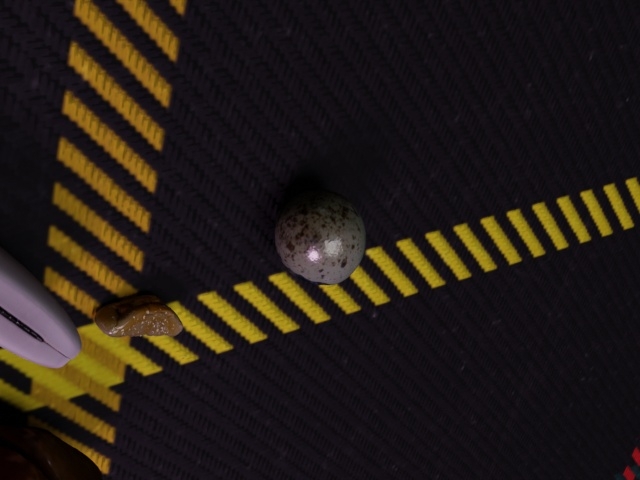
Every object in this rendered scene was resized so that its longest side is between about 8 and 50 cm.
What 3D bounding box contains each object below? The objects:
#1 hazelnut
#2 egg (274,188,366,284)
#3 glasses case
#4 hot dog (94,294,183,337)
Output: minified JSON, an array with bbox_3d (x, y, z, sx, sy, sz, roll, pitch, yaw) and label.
[{"bbox_3d":[-0.270,0.247,1.131,0.178,0.178,0.204,-59,173,15],"label":"hazelnut"},{"bbox_3d":[0.000,0.000,1.232,0.085,0.085,0.110,-33,153,-18],"label":"egg"},{"bbox_3d":[-0.260,0.028,0.993,0.059,0.092,0.233,-47,145,-4],"label":"glasses case"},{"bbox_3d":[-0.158,0.066,1.178,0.090,0.030,0.034,4,118,-48],"label":"hot dog"}]
